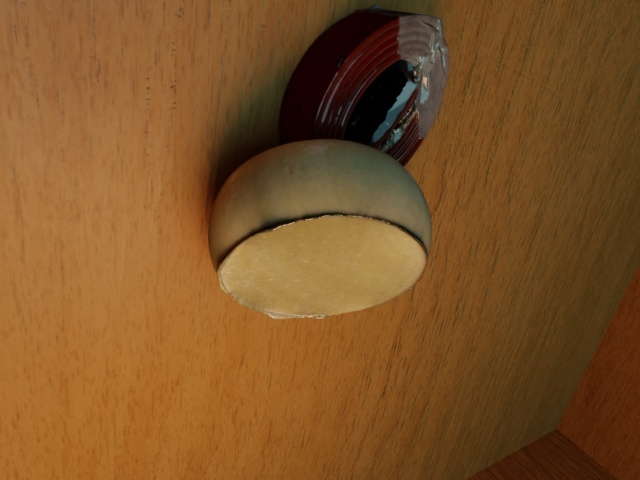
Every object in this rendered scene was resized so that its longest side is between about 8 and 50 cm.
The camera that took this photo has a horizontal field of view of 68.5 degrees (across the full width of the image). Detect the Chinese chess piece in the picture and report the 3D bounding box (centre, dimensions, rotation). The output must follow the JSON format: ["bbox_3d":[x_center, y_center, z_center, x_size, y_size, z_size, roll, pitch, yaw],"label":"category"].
[{"bbox_3d":[0.000,0.000,0.721,0.337,0.141,0.338,-5,149,-3],"label":"Chinese chess piece"}]

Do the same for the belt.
[{"bbox_3d":[0.074,-0.227,0.757,0.227,0.115,0.324,27,98,-43],"label":"belt"}]
